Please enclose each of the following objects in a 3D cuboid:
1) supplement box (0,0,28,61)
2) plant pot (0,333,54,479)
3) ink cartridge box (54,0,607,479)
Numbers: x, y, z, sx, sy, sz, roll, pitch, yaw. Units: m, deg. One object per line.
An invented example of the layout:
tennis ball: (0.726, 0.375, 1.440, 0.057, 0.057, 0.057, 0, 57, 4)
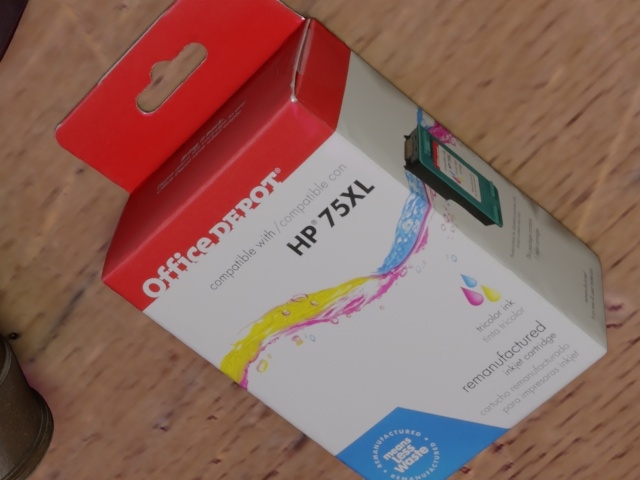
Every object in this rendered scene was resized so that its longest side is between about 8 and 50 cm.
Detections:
supplement box: (-0.216, -0.140, 0.780, 0.104, 0.081, 0.188, -21, 119, 19)
plant pot: (-0.224, 0.037, 0.862, 0.167, 0.167, 0.165, -10, 114, 12)
ink cartridge box: (0.000, 0.000, 0.852, 0.231, 0.078, 0.134, 38, 119, -17)
